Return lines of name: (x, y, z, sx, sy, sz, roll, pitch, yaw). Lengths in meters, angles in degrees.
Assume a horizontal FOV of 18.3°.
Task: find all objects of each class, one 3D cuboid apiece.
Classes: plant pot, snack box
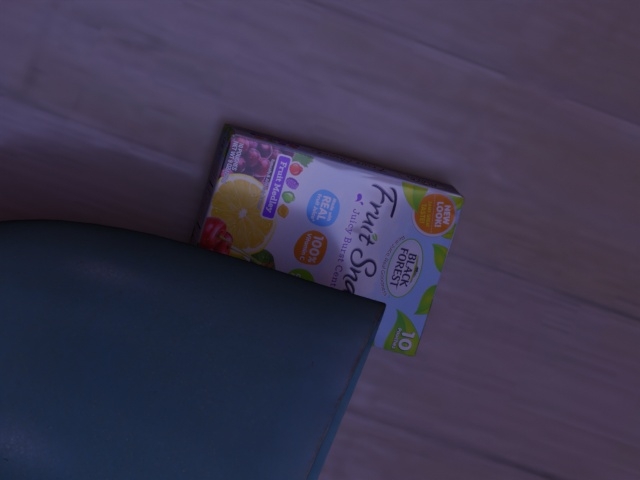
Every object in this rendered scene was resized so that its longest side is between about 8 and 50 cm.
plant pot: (-0.130, 0.123, 1.036, 0.235, 0.293, 0.293, 22, 99, 3)
snack box: (0.000, 0.000, 1.145, 0.141, 0.037, 0.100, 15, 101, -12)
